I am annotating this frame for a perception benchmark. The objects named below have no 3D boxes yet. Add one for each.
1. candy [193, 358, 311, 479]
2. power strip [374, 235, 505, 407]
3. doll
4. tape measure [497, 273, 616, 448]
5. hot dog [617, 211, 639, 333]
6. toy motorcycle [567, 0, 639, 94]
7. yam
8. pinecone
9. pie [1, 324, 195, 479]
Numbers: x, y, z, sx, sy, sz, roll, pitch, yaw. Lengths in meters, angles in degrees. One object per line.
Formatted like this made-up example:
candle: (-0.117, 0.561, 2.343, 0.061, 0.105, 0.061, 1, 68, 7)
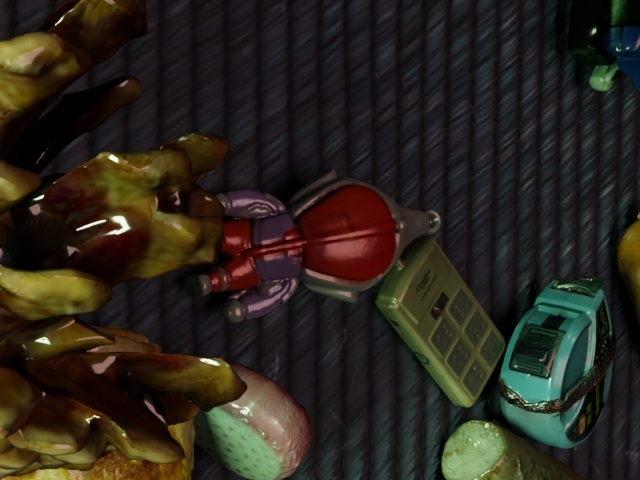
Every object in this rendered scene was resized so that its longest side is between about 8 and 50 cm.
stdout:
candy: (-0.055, 0.127, 1.170, 0.043, 0.103, 0.103, -53, 129, -30)
power strip: (0.100, 0.065, 1.375, 0.169, 0.028, 0.076, 51, 61, -37)
doll: (0.000, 0.000, 1.228, 0.227, 0.075, 0.102, -13, 95, -35)
tape measure: (0.212, 0.116, 1.457, 0.146, 0.081, 0.125, -46, 138, -41)
hot dog: (0.354, 0.073, 1.612, 0.100, 0.068, 0.249, -46, 126, -33)
toy motorcycle: (0.312, -0.293, 1.483, 0.196, 0.125, 0.331, 30, 67, -47)
yam: (0.237, 0.258, 1.514, 0.371, 0.083, 0.083, 32, 72, -43)
pinecone: (-0.215, -0.040, 0.833, 0.384, 0.384, 0.384, -8, 101, -45)
pie: (-0.163, 0.153, 1.074, 0.179, 0.084, 0.205, 26, 80, -45)
